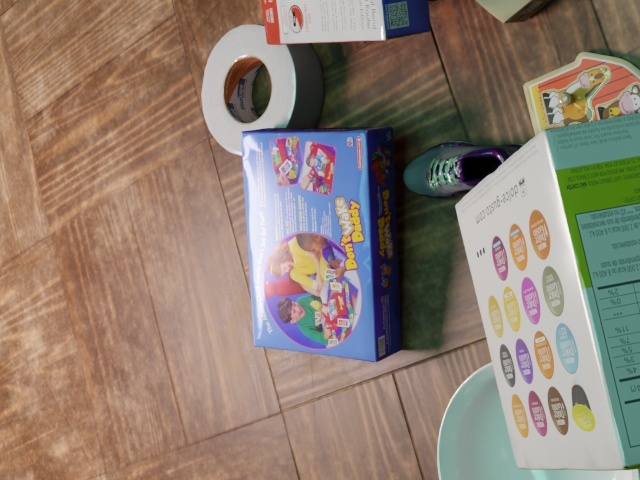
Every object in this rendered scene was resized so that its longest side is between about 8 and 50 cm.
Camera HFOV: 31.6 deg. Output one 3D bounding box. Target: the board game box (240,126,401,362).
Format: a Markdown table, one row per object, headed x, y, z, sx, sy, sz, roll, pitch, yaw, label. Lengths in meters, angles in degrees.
| x | y | z | sx | sy | sz | roll | pitch | yaw | label |
| --- | --- | --- | --- | --- | --- | --- | --- | --- | --- |
| 0.000 | 0.000 | 1.749 | 0.233 | 0.078 | 0.347 | 4 | 102 | 34 | board game box |

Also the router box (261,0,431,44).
| x | y | z | sx | sy | sz | roll | pitch | yaw | label |
| --- | --- | --- | --- | --- | --- | --- | --- | --- | --- |
| 0.013 | -0.447 | 1.570 | 0.301 | 0.082 | 0.335 | 12 | 113 | 55 | router box |

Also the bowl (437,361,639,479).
| x | y | z | sx | sy | sz | roll | pitch | yaw | label |
| --- | --- | --- | --- | --- | --- | --- | --- | --- | --- |
| 0.312 | 0.295 | 1.500 | 0.298 | 0.134 | 0.298 | 1 | 91 | 40 | bowl |

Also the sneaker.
| x | y | z | sx | sy | sz | roll | pitch | yaw | label |
| --- | --- | --- | --- | --- | --- | --- | --- | --- | --- |
| 0.195 | -0.107 | 1.614 | 0.223 | 0.098 | 0.083 | -6 | 87 | 40 | sneaker |

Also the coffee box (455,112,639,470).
| x | y | z | sx | sy | sz | roll | pitch | yaw | label |
| --- | --- | --- | --- | --- | --- | --- | --- | --- | --- |
| 0.380 | 0.055 | 1.223 | 0.337 | 0.338 | 0.334 | 124 | 135 | -77 | coffee box |

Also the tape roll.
| x | y | z | sx | sy | sz | roll | pitch | yaw | label |
| --- | --- | --- | --- | --- | --- | --- | --- | --- | --- |
| -0.098 | -0.247 | 1.881 | 0.219 | 0.072 | 0.219 | 1 | 92 | 40 | tape roll |

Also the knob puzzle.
| x | y | z | sx | sy | sz | roll | pitch | yaw | label |
| --- | --- | --- | --- | --- | --- | --- | --- | --- | --- |
| 0.369 | -0.161 | 1.510 | 0.213 | 0.030 | 0.213 | 1 | 91 | 40 | knob puzzle |

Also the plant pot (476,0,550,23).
| x | y | z | sx | sy | sz | roll | pitch | yaw | label |
| --- | --- | --- | --- | --- | --- | --- | --- | --- | --- |
| 0.267 | -0.358 | 1.551 | 0.109 | 0.109 | 0.096 | -37 | 80 | 35 | plant pot |
